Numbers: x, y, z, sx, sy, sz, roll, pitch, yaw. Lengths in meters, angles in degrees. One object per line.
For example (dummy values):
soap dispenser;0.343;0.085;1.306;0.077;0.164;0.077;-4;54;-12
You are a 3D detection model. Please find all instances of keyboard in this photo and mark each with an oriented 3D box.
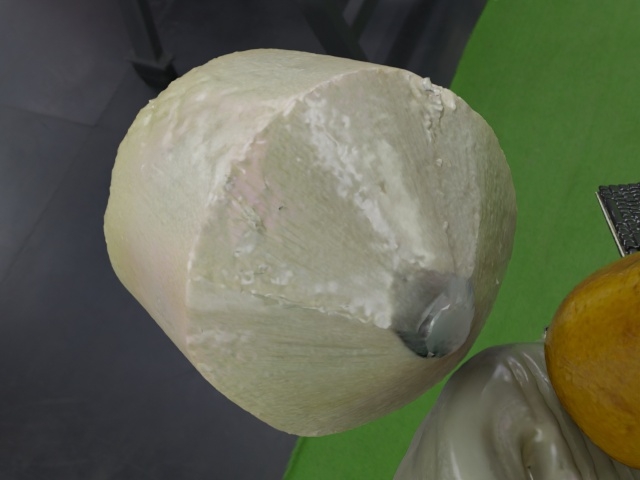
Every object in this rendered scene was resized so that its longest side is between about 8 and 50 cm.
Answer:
keyboard;0.434;-0.008;0.997;0.106;0.027;0.317;-1;26;10

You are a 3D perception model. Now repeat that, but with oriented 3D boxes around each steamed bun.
steamed bun;0.207;0.250;0.611;0.255;0.367;0.343;-45;61;44

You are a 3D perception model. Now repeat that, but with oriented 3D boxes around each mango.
mango;0.200;0.063;0.419;0.147;0.227;0.109;25;68;21

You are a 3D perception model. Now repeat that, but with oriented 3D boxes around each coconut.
coconut;0.000;0.000;0.489;0.239;0.239;0.244;-50;41;-11
